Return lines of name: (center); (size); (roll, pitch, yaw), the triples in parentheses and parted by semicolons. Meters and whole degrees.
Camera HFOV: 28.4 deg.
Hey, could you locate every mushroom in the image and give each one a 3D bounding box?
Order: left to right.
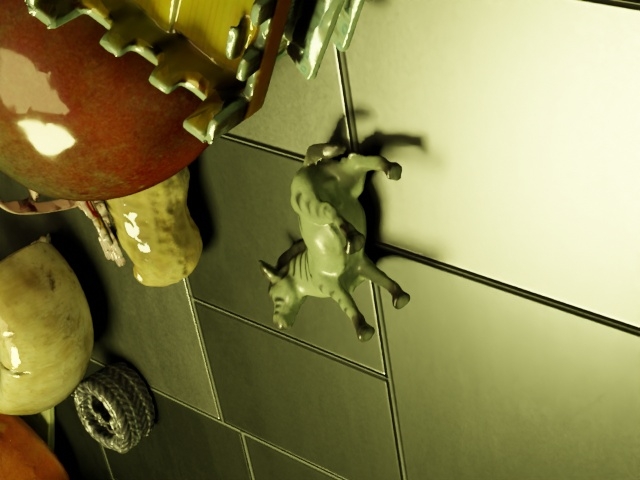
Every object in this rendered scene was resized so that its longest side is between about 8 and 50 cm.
mushroom: (-0.378, 0.126, 1.524); (0.189, 0.195, 0.253); (54, 140, 0)

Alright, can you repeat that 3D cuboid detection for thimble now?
thimble: (-0.258, 0.206, 1.583); (0.095, 0.066, 0.104); (4, 121, 43)

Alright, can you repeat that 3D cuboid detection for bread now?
bread: (-0.512, 0.320, 1.878); (0.327, 0.114, 0.295); (9, 138, 47)

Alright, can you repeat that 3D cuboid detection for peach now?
peach: (-0.202, -0.152, 1.074); (0.252, 0.252, 0.252); (28, 138, 28)

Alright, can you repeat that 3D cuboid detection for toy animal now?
toy animal: (0.005, -0.001, 1.124); (0.176, 0.073, 0.217); (36, 139, 43)

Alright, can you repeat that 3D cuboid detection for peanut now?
peanut: (-0.176, -0.042, 1.257); (0.099, 0.099, 0.214); (15, 131, 38)

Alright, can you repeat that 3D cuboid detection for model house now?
model house: (-0.060, -0.224, 0.875); (0.198, 0.215, 0.224); (35, 141, 15)

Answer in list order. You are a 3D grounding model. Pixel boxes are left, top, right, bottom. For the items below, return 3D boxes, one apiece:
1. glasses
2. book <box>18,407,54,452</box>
glasses: (-0.272, -0.036, 1.316); (0.162, 0.095, 0.255); (48, 171, 9)
book: (-0.491, 0.189, 1.848); (0.282, 0.025, 0.215); (36, 142, 18)
